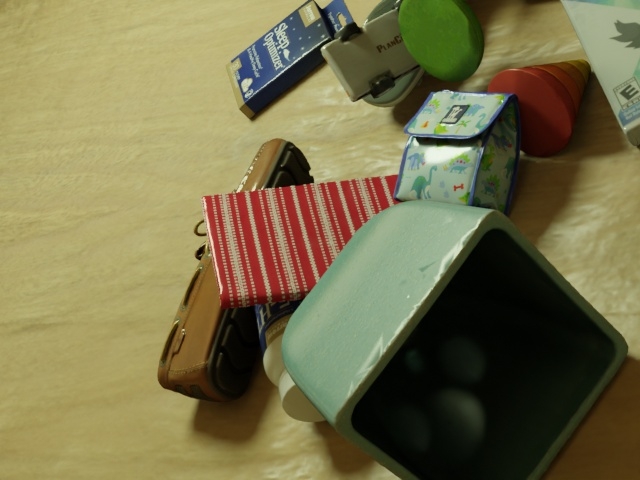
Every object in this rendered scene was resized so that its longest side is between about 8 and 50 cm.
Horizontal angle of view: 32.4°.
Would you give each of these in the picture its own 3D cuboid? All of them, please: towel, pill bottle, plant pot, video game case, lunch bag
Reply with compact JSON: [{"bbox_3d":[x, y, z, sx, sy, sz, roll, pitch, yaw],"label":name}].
[{"bbox_3d":[0.000,0.000,1.358,0.275,0.031,0.199,-6,42,-10],"label":"towel"},{"bbox_3d":[-0.017,0.120,1.329,0.112,0.112,0.186,-33,40,17],"label":"pill bottle"},{"bbox_3d":[0.104,0.107,1.139,0.247,0.248,0.252,-53,30,-7],"label":"plant pot"},{"bbox_3d":[0.466,-0.293,1.297,0.329,0.036,0.300,-30,41,20],"label":"video game case"},{"bbox_3d":[0.170,-0.108,1.339,0.129,0.096,0.151,10,83,45],"label":"lunch bag"}]

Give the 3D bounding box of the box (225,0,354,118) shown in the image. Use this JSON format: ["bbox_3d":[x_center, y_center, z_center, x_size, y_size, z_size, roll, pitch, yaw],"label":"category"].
[{"bbox_3d":[-0.050,-0.308,1.787,0.225,0.036,0.136,-35,40,13],"label":"box"}]

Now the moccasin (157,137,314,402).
[{"bbox_3d":[-0.114,0.033,1.489,0.147,0.139,0.380,6,71,35],"label":"moccasin"}]

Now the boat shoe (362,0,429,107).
[{"bbox_3d":[0.143,-0.321,1.584,0.118,0.103,0.320,11,70,26],"label":"boat shoe"}]

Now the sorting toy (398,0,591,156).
[{"bbox_3d":[0.201,-0.265,1.374,0.365,0.127,0.126,44,61,15],"label":"sorting toy"}]

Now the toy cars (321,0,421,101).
[{"bbox_3d":[0.116,-0.344,1.490,0.087,0.176,0.393,139,149,-70],"label":"toy cars"}]
